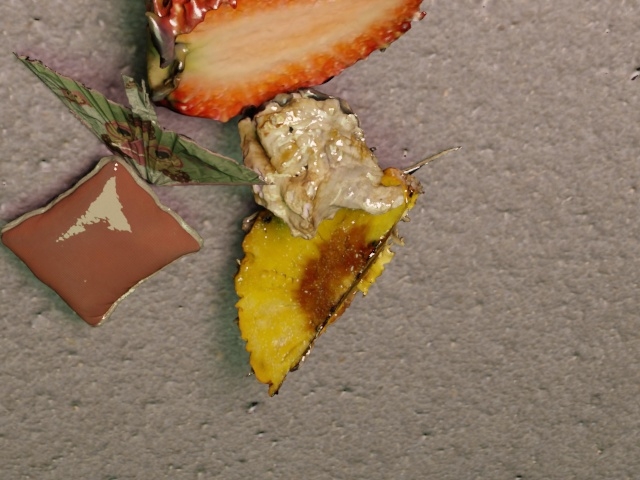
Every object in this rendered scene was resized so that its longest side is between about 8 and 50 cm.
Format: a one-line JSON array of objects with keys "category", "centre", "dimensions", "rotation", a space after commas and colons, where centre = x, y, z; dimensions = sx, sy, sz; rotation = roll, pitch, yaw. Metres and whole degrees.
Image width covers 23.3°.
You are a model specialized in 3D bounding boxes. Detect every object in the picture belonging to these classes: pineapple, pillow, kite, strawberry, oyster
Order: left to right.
[{"category": "pillow", "centre": [-0.253, -0.003, 1.798], "dimensions": [0.179, 0.075, 0.171], "rotation": [-34, 120, 14]}, {"category": "kite", "centre": [-0.194, -0.114, 1.676], "dimensions": [0.323, 0.013, 0.268], "rotation": [27, 159, 6]}, {"category": "strawberry", "centre": [-0.046, -0.243, 1.621], "dimensions": [0.306, 0.138, 0.233], "rotation": [-17, 154, -11]}, {"category": "pineapple", "centre": [0.002, 0.000, 1.825], "dimensions": [0.161, 0.158, 0.334], "rotation": [37, 115, 16]}, {"category": "oyster", "centre": [0.004, -0.078, 1.657], "dimensions": [0.191, 0.081, 0.163], "rotation": [8, 112, -15]}]
